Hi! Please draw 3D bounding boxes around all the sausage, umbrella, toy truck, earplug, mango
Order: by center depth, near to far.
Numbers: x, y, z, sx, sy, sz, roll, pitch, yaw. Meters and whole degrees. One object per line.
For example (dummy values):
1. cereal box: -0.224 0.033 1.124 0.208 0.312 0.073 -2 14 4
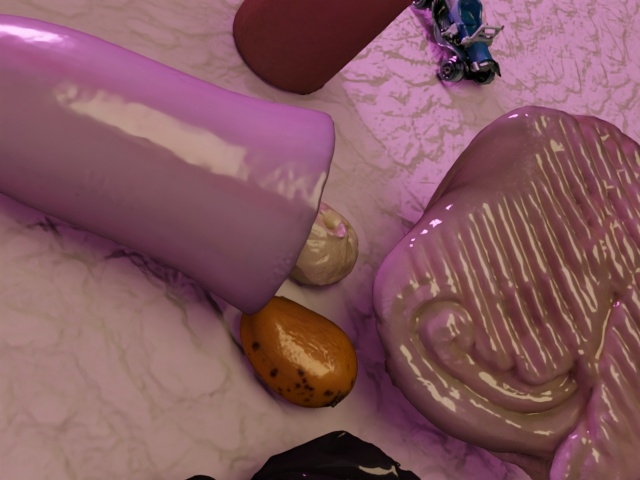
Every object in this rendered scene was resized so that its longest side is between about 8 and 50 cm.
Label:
1. umbrella: -0.085 0.196 0.466 0.340 0.118 0.118 3 66 -22
2. earplug: -0.160 -0.073 0.509 0.301 0.172 0.172 21 58 -16
3. mango: -0.019 0.091 0.576 0.114 0.057 0.079 45 59 -2
4. sausage: 0.021 -0.244 0.640 0.123 0.253 0.123 11 67 -28
5. toy truck: 0.179 -0.274 0.867 0.080 0.078 0.154 -7 72 -37

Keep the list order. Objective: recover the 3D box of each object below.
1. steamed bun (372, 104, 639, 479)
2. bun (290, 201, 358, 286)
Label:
1. steamed bun: 0.218 0.063 0.651 0.310 0.219 0.324 36 77 5
2. bun: 0.000 0.000 0.633 0.086 0.055 0.086 15 60 -28
